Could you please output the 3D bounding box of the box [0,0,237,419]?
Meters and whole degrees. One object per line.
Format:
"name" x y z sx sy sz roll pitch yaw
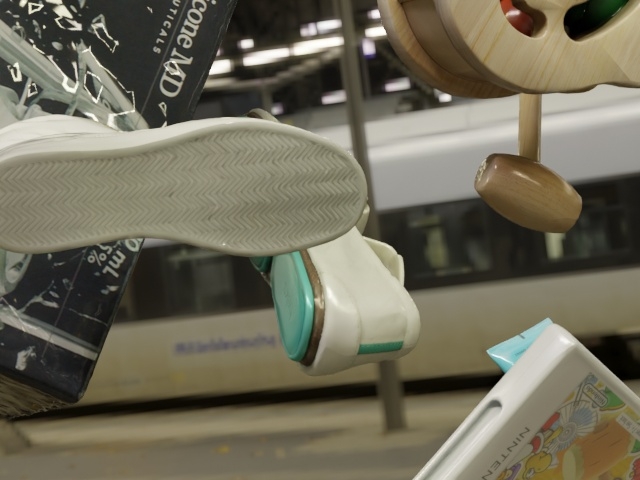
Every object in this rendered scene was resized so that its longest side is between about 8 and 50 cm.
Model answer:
"box" -0.386 -0.144 1.304 0.471 0.480 0.297 26 -19 -21

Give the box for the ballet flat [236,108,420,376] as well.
"ballet flat" 0.000 0.000 1.367 0.139 0.139 0.400 -7 32 -11

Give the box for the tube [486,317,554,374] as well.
"tube" 0.259 0.177 1.425 0.080 0.207 0.052 -24 -23 -24

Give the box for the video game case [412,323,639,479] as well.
"video game case" 0.130 0.177 0.851 0.227 0.206 0.026 39 3 -44

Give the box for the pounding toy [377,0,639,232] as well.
"pounding toy" 0.107 -0.151 0.799 0.154 0.270 0.155 17 -4 -25

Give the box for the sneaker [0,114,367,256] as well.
"sneaker" -0.123 -0.056 1.087 0.292 0.108 0.169 0 15 -17
